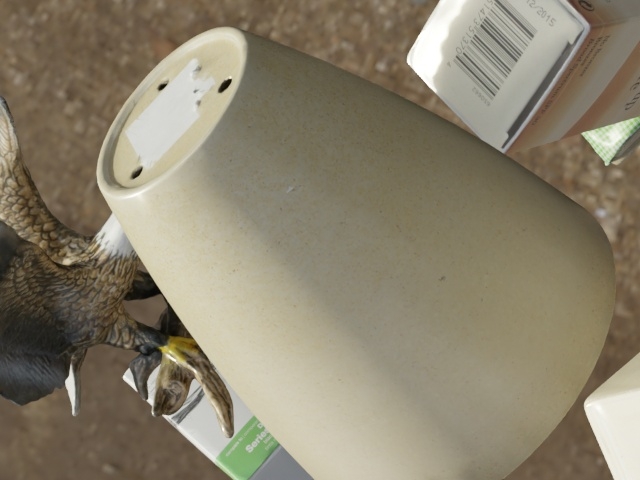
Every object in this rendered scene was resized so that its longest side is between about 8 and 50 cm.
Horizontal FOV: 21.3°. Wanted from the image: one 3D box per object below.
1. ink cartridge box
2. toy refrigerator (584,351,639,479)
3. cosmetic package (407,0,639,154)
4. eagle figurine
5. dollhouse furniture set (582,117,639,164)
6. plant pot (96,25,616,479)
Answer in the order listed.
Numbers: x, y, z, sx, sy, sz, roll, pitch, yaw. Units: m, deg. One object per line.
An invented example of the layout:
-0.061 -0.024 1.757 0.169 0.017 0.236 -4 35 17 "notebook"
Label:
-0.109 0.214 2.006 0.219 0.092 0.160 39 173 29 "ink cartridge box"
0.260 0.065 0.910 0.102 0.269 0.094 -19 97 41 "toy refrigerator"
0.235 -0.185 1.447 0.129 0.296 0.153 49 131 22 "cosmetic package"
-0.211 0.021 1.347 0.298 0.225 0.226 24 175 -36 "eagle figurine"
0.314 -0.247 1.699 0.301 0.151 0.197 -47 70 18 "dollhouse furniture set"
0.000 0.000 1.067 0.256 0.256 0.274 -17 134 44 "plant pot"
